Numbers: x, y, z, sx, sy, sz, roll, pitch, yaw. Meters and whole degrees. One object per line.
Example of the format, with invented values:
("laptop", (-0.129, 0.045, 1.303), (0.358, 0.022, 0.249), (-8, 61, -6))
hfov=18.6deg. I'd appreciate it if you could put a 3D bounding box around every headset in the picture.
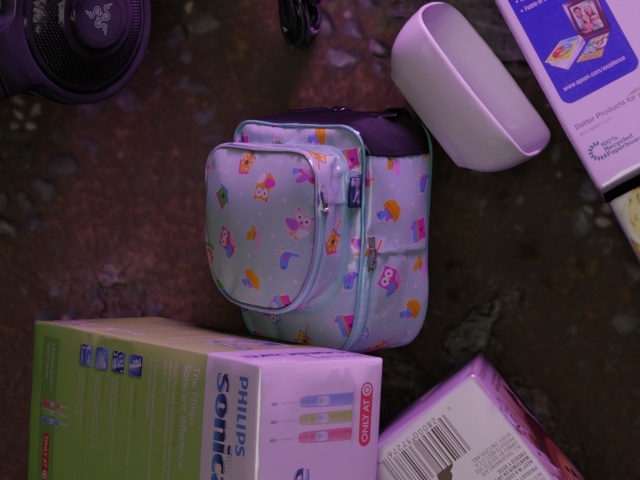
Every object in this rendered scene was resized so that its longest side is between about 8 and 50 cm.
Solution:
("headset", (-0.196, -0.162, 1.493), (0.394, 0.243, 0.185), (-25, 115, -10))

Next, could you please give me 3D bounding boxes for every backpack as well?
("backpack", (0.000, 0.000, 1.491), (0.166, 0.144, 0.188), (6, 107, 47))

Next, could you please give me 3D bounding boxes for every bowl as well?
("bowl", (0.108, -0.111, 1.491), (0.053, 0.142, 0.142), (-37, 89, 19))

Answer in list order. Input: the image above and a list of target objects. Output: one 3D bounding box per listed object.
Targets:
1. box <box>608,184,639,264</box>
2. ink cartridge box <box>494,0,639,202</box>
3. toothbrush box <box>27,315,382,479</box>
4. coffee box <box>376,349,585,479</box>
("box", (0.319, 0.085, 1.510), (0.067, 0.063, 0.324), (-27, 89, 8))
("ink cartridge box", (0.210, -0.210, 1.486), (0.165, 0.065, 0.332), (-27, 76, 7))
("toothbrush box", (-0.095, 0.173, 1.461), (0.283, 0.122, 0.206), (6, 95, 50))
("coffee box", (0.167, 0.240, 1.485), (0.119, 0.168, 0.297), (-38, 89, 7))
